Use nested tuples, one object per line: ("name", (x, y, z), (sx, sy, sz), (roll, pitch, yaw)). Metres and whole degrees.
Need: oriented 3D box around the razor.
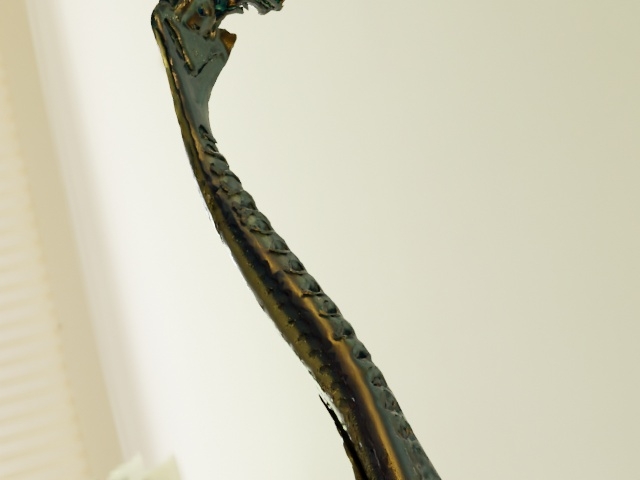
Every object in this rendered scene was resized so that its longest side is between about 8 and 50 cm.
("razor", (-0.010, 0.006, 0.515), (0.056, 0.093, 0.324), (-34, -119, 21))
